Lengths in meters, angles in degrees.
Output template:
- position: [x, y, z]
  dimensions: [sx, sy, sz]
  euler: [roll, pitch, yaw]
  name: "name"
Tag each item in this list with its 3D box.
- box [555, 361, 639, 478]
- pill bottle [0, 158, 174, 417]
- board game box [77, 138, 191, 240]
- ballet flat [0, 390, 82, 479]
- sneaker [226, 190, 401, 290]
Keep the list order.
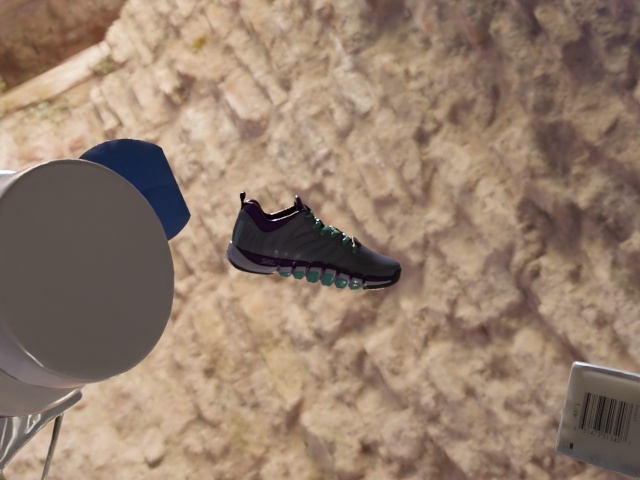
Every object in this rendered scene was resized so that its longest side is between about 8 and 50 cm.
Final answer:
- position: [0.370, 0.190, 0.989]
  dimensions: [0.113, 0.275, 0.094]
  euler: [9, -93, 52]
  name: "box"
- position: [-0.335, 0.059, 0.929]
  dimensions: [0.224, 0.392, 0.224]
  euler: [18, 66, -45]
  name: "pill bottle"
- position: [-0.256, -0.055, 1.305]
  dimensions: [0.169, 0.133, 0.033]
  euler: [64, -25, 19]
  name: "board game box"
- position: [-0.441, 0.329, 1.280]
  dimensions: [0.139, 0.400, 0.139]
  euler: [32, 5, -3]
  name: "ballet flat"
- position: [0.000, 0.000, 1.208]
  dimensions: [0.083, 0.223, 0.098]
  euler: [-124, -137, -70]
  name: "sneaker"
